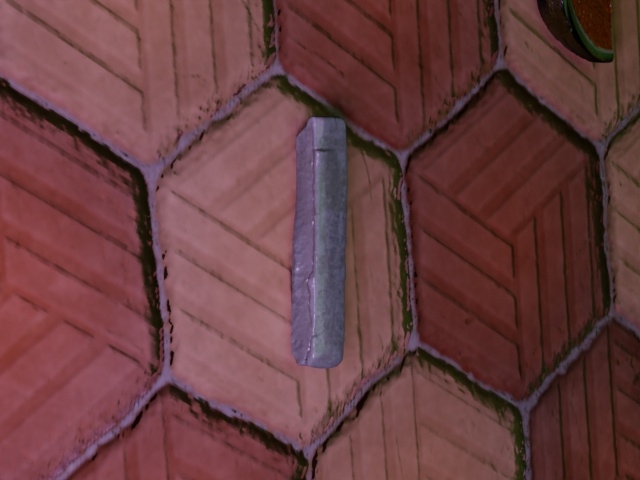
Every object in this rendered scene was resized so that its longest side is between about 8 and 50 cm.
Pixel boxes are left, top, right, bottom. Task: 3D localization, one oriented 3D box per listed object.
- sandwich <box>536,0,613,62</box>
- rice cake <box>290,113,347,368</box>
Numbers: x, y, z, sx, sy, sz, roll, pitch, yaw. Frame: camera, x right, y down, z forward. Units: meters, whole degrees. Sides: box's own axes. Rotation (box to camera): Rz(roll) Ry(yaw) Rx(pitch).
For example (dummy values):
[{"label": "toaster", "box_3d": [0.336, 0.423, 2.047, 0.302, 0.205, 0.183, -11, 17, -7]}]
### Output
[{"label": "sandwich", "box_3d": [0.199, -0.178, 1.493, 0.101, 0.026, 0.069, 35, 62, -42]}, {"label": "rice cake", "box_3d": [-0.001, 0.000, 1.293, 0.033, 0.029, 0.170, 3, 88, -40]}]
